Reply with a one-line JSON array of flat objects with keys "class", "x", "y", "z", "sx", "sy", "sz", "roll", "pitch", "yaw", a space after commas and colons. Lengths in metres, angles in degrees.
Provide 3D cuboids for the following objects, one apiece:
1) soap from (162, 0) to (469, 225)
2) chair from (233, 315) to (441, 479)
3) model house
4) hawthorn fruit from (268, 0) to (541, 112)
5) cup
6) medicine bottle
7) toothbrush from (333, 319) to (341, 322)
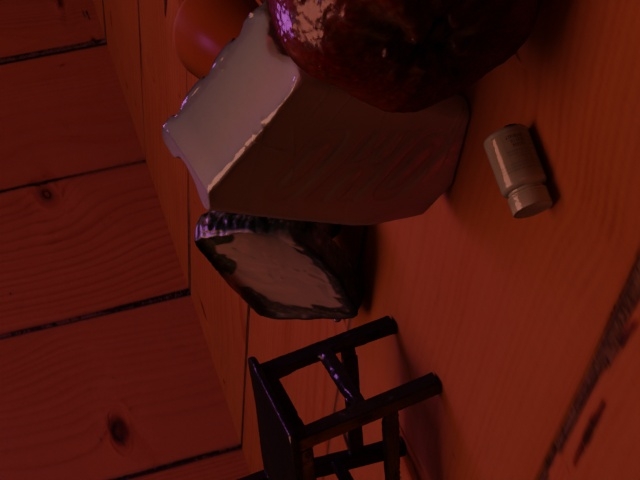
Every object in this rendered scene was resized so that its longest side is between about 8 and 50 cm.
[{"class": "soap", "x": 0.019, "y": -0.119, "z": 1.457, "sx": 0.208, "sy": 0.347, "sz": 0.115, "roll": -46, "pitch": 59, "yaw": 29}, {"class": "chair", "x": -0.058, "y": 0.294, "z": 1.849, "sx": 0.203, "sy": 0.416, "sz": 0.240, "roll": -126, "pitch": 26, "yaw": -56}, {"class": "model house", "x": -0.043, "y": -0.062, "z": 2.022, "sx": 0.271, "sy": 0.190, "sz": 0.301, "roll": 52, "pitch": -142, "yaw": -52}, {"class": "hawthorn fruit", "x": 0.059, "y": -0.269, "z": 1.234, "sx": 0.254, "sy": 0.254, "sz": 0.300, "roll": 93, "pitch": 159, "yaw": -48}, {"class": "cup", "x": -0.098, "y": -0.297, "z": 2.001, "sx": 0.264, "sy": 0.182, "sz": 0.226, "roll": 48, "pitch": 150, "yaw": 50}, {"class": "medicine bottle", "x": 0.191, "y": -0.067, "z": 1.310, "sx": 0.047, "sy": 0.047, "sz": 0.083, "roll": 114, "pitch": 140, "yaw": -67}, {"class": "toothbrush", "x": 0.000, "y": 0.000, "z": 2.170, "sx": 0.027, "sy": 0.021, "sz": 0.269, "roll": -118, "pitch": 17, "yaw": -85}]
